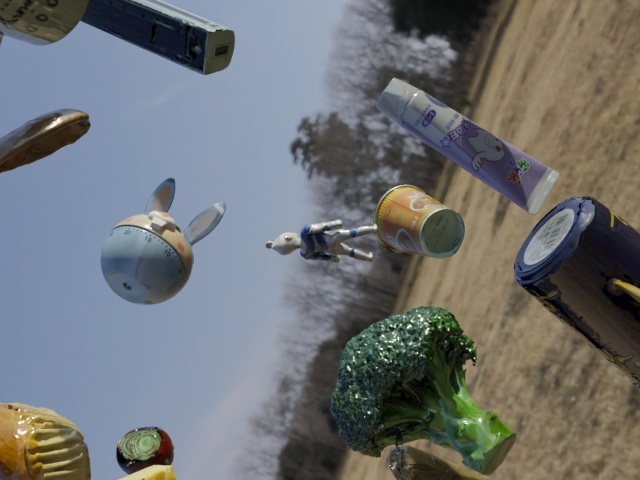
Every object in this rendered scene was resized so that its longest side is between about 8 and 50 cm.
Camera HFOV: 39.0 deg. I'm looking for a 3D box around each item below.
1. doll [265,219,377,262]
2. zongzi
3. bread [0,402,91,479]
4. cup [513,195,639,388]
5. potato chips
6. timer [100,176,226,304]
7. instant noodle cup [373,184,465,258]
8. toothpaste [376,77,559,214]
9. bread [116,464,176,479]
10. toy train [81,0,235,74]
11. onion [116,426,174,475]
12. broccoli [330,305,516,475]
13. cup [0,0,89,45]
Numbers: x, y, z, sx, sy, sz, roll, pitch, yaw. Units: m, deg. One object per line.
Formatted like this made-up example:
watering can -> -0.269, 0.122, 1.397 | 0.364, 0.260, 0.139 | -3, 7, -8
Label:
doll -> 0.000, 0.000, 1.860 | 0.057, 0.227, 0.114 | -99, 11, -45
zongzi -> 0.228, 0.440, 1.748 | 0.189, 0.178, 0.081 | 65, -155, -53
bread -> -0.602, 0.439, 1.826 | 0.388, 0.183, 0.236 | -20, 76, 54
cup -> 0.436, 0.061, 1.265 | 0.178, 0.256, 0.255 | -56, 11, -23
potato chips -> -0.440, -0.147, 1.355 | 0.201, 0.049, 0.150 | -36, 1, -17
timer -> -0.277, -0.008, 1.575 | 0.255, 0.175, 0.175 | -61, -7, -17
instant noodle cup -> 0.232, -0.032, 2.063 | 0.185, 0.168, 0.168 | 27, 98, 64
toothpaste -> 0.281, -0.187, 1.744 | 0.125, 0.371, 0.080 | -52, -7, -32
bread -> -0.296, 0.425, 1.348 | 0.188, 0.068, 0.126 | -12, -89, -46
toy train -> -0.341, -0.422, 1.691 | 0.088, 0.407, 0.087 | -32, -39, -49
onion -> -0.352, 0.434, 1.825 | 0.118, 0.117, 0.119 | 9, -90, -66
broccoli -> 0.160, 0.242, 1.414 | 0.297, 0.297, 0.298 | -42, -29, -30
cup -> -0.505, -0.376, 1.339 | 0.258, 0.186, 0.234 | -55, -25, 16
